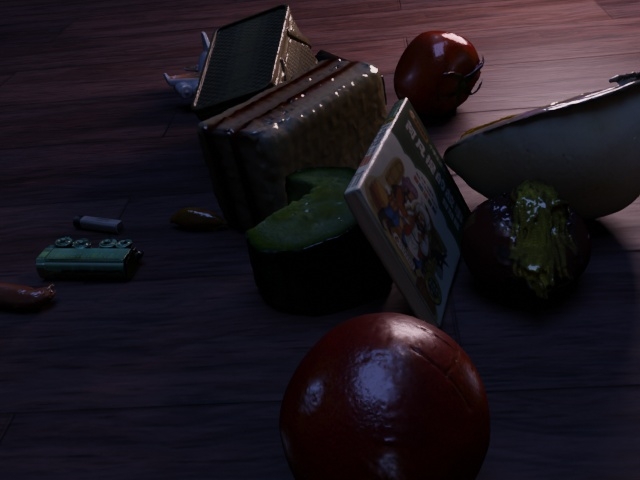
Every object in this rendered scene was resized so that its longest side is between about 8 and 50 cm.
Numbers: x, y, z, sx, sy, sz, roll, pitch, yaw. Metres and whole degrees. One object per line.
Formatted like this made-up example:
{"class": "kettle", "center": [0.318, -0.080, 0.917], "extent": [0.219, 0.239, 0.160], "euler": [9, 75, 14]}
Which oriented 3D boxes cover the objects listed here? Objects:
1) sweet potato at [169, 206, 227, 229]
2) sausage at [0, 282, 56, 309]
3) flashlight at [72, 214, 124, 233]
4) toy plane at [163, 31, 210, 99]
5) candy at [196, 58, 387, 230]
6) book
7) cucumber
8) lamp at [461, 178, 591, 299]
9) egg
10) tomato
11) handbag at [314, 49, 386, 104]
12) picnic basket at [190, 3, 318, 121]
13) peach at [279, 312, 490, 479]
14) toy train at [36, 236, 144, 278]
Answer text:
{"class": "sweet potato", "center": [-0.186, -0.034, 1.144], "extent": [0.095, 0.034, 0.034], "euler": [3, 33, 13]}
{"class": "sausage", "center": [-0.433, 0.072, 1.018], "extent": [0.158, 0.036, 0.042], "euler": [2, 67, 15]}
{"class": "flashlight", "center": [-0.347, -0.025, 1.175], "extent": [0.083, 0.018, 0.018], "euler": [7, 34, 20]}
{"class": "toy plane", "center": [-0.210, -0.363, 1.604], "extent": [0.245, 0.117, 0.244], "euler": [-4, 30, 2]}
{"class": "candy", "center": [-0.023, -0.149, 1.163], "extent": [0.135, 0.179, 0.321], "euler": [17, 38, 36]}
{"class": "book", "center": [0.120, -0.043, 0.951], "extent": [0.027, 0.202, 0.264], "euler": [-21, 22, 31]}
{"class": "cucumber", "center": [0.006, 0.003, 0.972], "extent": [0.191, 0.130, 0.191], "euler": [-11, 33, 7]}
{"class": "lamp", "center": [0.252, -0.008, 0.919], "extent": [0.157, 0.135, 0.156], "euler": [21, 40, 40]}
{"class": "egg", "center": [0.320, -0.106, 1.038], "extent": [0.286, 0.174, 0.264], "euler": [-15, 2, 21]}
{"class": "tomato", "center": [0.215, -0.313, 1.403], "extent": [0.167, 0.167, 0.167], "euler": [-5, 32, 3]}
{"class": "handbag", "center": [-0.016, -0.274, 1.465], "extent": [0.223, 0.080, 0.247], "euler": [-31, 39, -19]}
{"class": "picnic basket", "center": [-0.109, -0.273, 1.329], "extent": [0.165, 0.139, 0.266], "euler": [-13, 47, 22]}
{"class": "peach", "center": [0.055, 0.155, 0.644], "extent": [0.197, 0.197, 0.197], "euler": [-5, 32, 3]}
{"class": "toy train", "center": [-0.325, 0.025, 1.072], "extent": [0.148, 0.038, 0.071], "euler": [0, 35, 9]}
